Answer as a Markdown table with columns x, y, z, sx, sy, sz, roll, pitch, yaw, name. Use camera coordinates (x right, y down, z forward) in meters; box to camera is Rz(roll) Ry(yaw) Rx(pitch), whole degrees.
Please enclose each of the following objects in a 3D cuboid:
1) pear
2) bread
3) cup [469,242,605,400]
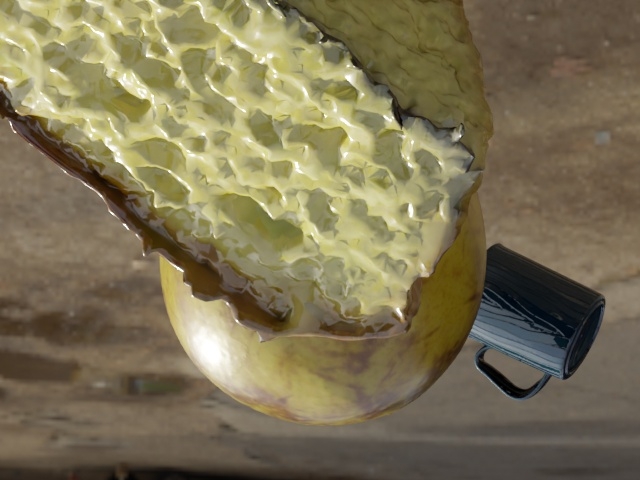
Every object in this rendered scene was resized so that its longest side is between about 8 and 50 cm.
| x | y | z | sx | sy | sz | roll | pitch | yaw | name |
| --- | --- | --- | --- | --- | --- | --- | --- | --- | --- |
| 0.000 | 0.000 | 0.963 | 0.280 | 0.281 | 0.281 | 0 | 166 | 0 | pear |
| -0.043 | -0.089 | 0.443 | 0.260 | 0.134 | 0.129 | 38 | 129 | -12 | bread |
| 0.239 | 0.095 | 1.405 | 0.138 | 0.113 | 0.150 | 26 | 137 | 25 | cup |
